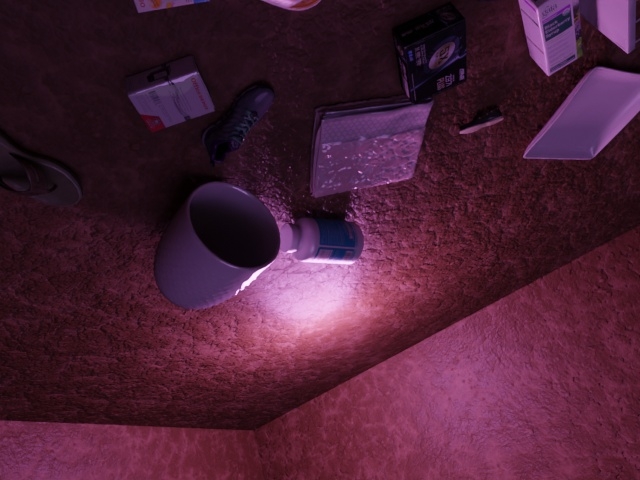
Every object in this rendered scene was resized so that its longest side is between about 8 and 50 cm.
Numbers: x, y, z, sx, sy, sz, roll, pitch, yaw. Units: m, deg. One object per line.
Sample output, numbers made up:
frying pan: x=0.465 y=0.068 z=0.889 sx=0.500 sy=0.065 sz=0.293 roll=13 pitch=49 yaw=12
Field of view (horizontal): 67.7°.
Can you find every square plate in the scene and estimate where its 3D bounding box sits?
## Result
square plate: x=0.867 y=-0.401 z=1.531 sx=0.343 sy=0.049 sz=0.347 roll=-3 pitch=143 yaw=-24

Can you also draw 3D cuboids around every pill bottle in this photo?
pill bottle: x=0.000 y=0.000 z=1.551 sx=0.264 sy=0.146 sz=0.146 roll=5 pitch=139 yaw=-33

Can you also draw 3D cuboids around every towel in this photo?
towel: x=0.136 y=-0.258 z=1.341 sx=0.331 sy=0.053 sz=0.317 roll=-12 pitch=146 yaw=-12

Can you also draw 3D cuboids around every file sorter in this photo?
file sorter: x=0.672 y=-0.596 z=1.019 sx=0.173 sy=0.193 sz=0.277 roll=-34 pitch=145 yaw=16

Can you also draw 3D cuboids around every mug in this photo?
mug: x=-0.286 y=0.028 z=1.365 sx=0.328 sy=0.276 sz=0.374 roll=-42 pitch=172 yaw=37

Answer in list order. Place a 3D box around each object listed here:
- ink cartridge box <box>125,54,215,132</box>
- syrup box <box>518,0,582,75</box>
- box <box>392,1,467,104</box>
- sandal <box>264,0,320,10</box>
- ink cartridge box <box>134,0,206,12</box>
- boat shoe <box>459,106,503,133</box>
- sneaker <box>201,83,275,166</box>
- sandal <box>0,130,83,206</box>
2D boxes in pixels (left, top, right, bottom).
ink cartridge box: x=-0.315 y=-0.309 z=1.012 sx=0.150 sy=0.063 sz=0.109 roll=-20 pitch=147 yaw=-2
syrup box: x=0.554 y=-0.522 z=1.146 sx=0.093 sy=0.096 sz=0.237 roll=-31 pitch=147 yaw=16
box: x=0.261 y=-0.435 z=1.129 sx=0.147 sy=0.078 sz=0.180 roll=-23 pitch=147 yaw=3
sandal: x=-0.097 y=-0.485 z=0.866 sx=0.265 sy=0.076 sz=0.102 roll=11 pitch=136 yaw=-39
ink cartridge box: x=-0.272 y=-0.455 z=0.802 sx=0.143 sy=0.090 sz=0.092 roll=-16 pitch=147 yaw=-9
boat shoe: x=0.466 y=-0.350 z=1.398 sx=0.132 sy=0.042 sz=0.049 roll=-21 pitch=172 yaw=3
sneaker: x=-0.183 y=-0.263 z=1.118 sx=0.223 sy=0.098 sz=0.083 roll=-37 pitch=144 yaw=24
sandal: x=-0.665 y=-0.146 z=1.035 sx=0.120 sy=0.086 sz=0.303 roll=-30 pitch=146 yaw=14
